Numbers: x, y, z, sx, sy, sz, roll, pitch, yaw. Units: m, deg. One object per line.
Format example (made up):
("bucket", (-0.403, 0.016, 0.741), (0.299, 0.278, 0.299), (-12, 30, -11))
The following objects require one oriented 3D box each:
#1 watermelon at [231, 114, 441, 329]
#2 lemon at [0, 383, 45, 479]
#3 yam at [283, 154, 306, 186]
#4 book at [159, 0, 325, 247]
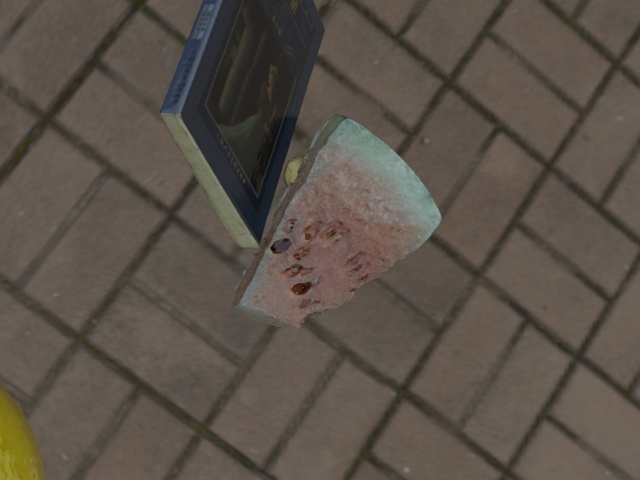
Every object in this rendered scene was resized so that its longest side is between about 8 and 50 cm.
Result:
("watermelon", (0.000, 0.000, 1.234), (0.154, 0.094, 0.241), (41, 97, -11))
("lemon", (-0.545, 0.380, 1.649), (0.364, 0.364, 0.364), (1, 86, -19))
("yam", (0.042, -0.055, 1.726), (0.300, 0.066, 0.066), (28, 74, -60))
("book", (-0.061, -0.155, 1.062), (0.025, 0.191, 0.269), (2, 56, 21))
